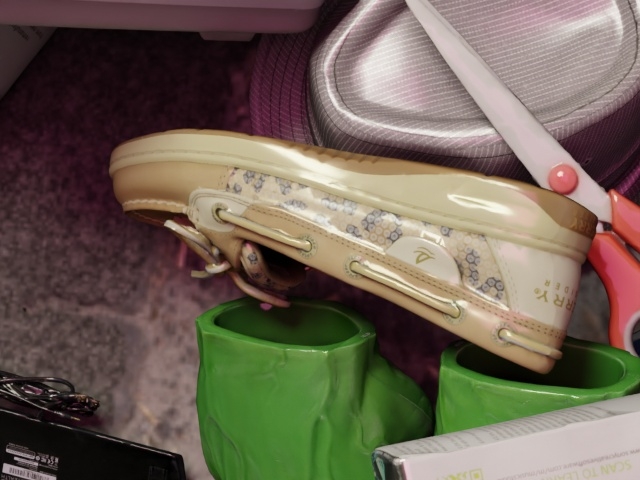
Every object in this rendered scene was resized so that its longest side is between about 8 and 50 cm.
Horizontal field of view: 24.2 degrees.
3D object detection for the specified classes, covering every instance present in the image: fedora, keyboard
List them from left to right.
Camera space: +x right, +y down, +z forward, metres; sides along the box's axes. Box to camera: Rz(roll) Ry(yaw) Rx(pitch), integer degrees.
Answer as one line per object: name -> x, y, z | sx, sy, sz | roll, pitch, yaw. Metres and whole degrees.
keyboard -> -0.170, 0.125, 0.913 | 0.192, 0.038, 0.100 | 14, 107, 7
fedora -> 0.087, -0.098, 0.865 | 0.276, 0.124, 0.243 | -11, 80, 4

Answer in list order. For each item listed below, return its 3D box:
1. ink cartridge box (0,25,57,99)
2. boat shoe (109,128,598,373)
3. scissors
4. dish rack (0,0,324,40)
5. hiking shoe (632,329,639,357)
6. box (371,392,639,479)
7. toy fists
ink cartridge box -> -0.345, -0.093, 0.905 | 0.226, 0.131, 0.306 | 37, 88, 10
boat shoe -> 0.000, 0.000, 0.785 | 0.285, 0.105, 0.089 | 10, 86, 34
scissors -> 0.132, -0.011, 0.778 | 0.297, 0.021, 0.109 | 36, 100, 7
dish rack -> -0.166, -0.192, 0.811 | 0.285, 0.333, 0.072 | 48, 127, 34
hiking shoe -> 0.263, 0.075, 0.817 | 0.304, 0.132, 0.113 | -18, 80, 5
box -> 0.165, 0.222, 0.624 | 0.232, 0.058, 0.321 | -10, 87, -10
toy fists -> 0.055, 0.116, 0.816 | 0.279, 0.096, 0.142 | 7, 110, 27
